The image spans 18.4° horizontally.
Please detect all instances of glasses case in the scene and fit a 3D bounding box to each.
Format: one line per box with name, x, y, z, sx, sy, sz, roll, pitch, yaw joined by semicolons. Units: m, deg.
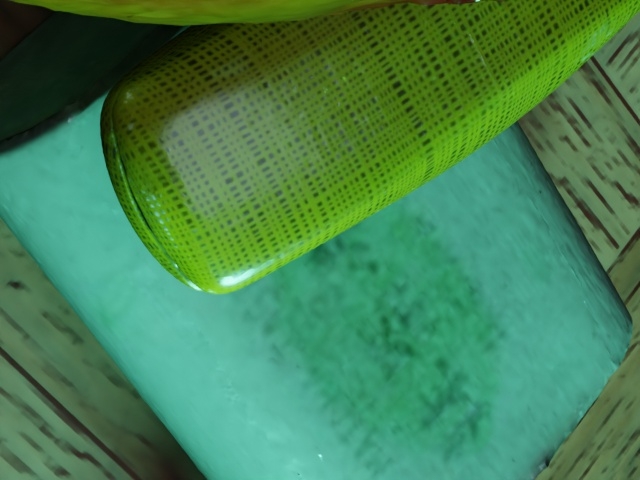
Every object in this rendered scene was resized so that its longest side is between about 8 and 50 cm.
glasses case;0.032;-0.067;0.610;0.234;0.064;0.079;-37;115;-28

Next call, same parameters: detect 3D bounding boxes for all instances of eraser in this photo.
eraser;0.000;0.000;0.686;0.174;0.081;0.227;-47;121;-23

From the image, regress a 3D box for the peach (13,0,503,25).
peach;0.017;-0.230;0.495;0.416;0.339;0.353;-27;96;-16
